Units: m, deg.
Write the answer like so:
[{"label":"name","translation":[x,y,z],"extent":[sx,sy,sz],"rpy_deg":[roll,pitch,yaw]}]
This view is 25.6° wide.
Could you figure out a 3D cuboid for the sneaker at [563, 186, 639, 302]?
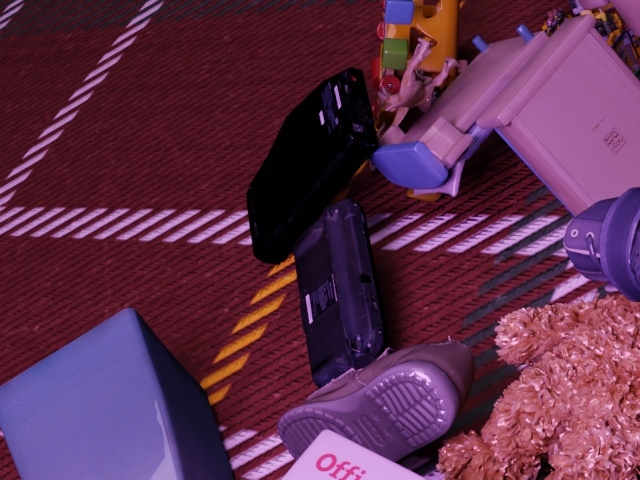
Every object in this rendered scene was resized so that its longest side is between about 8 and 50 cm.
[{"label":"sneaker","translation":[0.249,0.047,1.064],"extent":[0.163,0.086,0.226],"rpy_deg":[-5,48,46]}]

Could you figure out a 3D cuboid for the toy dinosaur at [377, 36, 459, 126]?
[{"label":"toy dinosaur","translation":[0.099,-0.157,1.453],"extent":[0.092,0.053,0.183],"rpy_deg":[-59,6,5]}]

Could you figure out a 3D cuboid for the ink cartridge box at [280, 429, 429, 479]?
[{"label":"ink cartridge box","translation":[0.022,0.318,1.011],"extent":[0.270,0.197,0.198],"rpy_deg":[-48,37,-19]}]

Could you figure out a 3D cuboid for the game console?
[{"label":"game console","translation":[0.000,0.000,1.475],"extent":[0.213,0.044,0.361],"rpy_deg":[-50,37,40]}]

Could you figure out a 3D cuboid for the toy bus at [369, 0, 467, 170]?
[{"label":"toy bus","translation":[0.116,-0.205,1.631],"extent":[0.104,0.202,0.191],"rpy_deg":[4,33,-1]}]

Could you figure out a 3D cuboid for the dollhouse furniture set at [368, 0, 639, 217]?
[{"label":"dollhouse furniture set","translation":[0.244,-0.124,1.432],"extent":[0.286,0.198,0.303],"rpy_deg":[-48,15,-14]}]

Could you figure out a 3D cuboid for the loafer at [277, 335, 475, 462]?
[{"label":"loafer","translation":[0.054,0.152,1.241],"extent":[0.087,0.094,0.251],"rpy_deg":[-36,4,-39]}]

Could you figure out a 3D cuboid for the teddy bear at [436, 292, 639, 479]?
[{"label":"teddy bear","translation":[0.245,0.116,1.155],"extent":[0.338,0.113,0.245],"rpy_deg":[-33,37,1]}]

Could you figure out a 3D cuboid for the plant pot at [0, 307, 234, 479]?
[{"label":"plant pot","translation":[-0.178,0.223,1.315],"extent":[0.166,0.165,0.234],"rpy_deg":[-32,44,2]}]

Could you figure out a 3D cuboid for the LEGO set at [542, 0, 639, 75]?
[{"label":"LEGO set","translation":[0.367,-0.331,1.516],"extent":[0.331,0.192,0.255],"rpy_deg":[-19,38,20]}]
